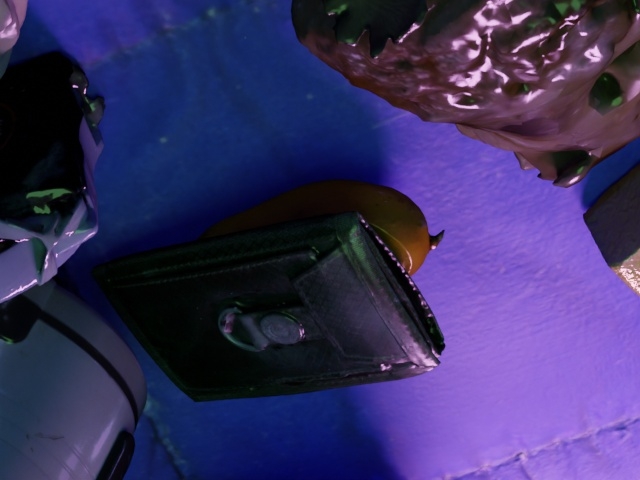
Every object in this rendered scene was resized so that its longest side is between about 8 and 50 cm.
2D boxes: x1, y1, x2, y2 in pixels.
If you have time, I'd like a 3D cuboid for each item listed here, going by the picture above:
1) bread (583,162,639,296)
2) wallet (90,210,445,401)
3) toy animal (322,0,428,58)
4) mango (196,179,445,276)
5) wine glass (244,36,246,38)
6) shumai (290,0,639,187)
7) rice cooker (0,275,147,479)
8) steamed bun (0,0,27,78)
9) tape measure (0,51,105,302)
[{"bbox_3d":[0.271,0.006,1.125,0.080,0.084,0.109,-40,122,21],"label":"bread"},{"bbox_3d":[-0.042,0.056,1.084,0.236,0.055,0.160,-12,130,28],"label":"wallet"},{"bbox_3d":[0.001,-0.221,0.774,0.094,0.186,0.214,-7,126,0],"label":"toy animal"},{"bbox_3d":[0.000,0.000,1.090,0.188,0.066,0.101,-7,137,5],"label":"mango"},{"bbox_3d":[-0.051,-0.306,0.751,0.096,0.264,0.309,-15,136,-42],"label":"wine glass"},{"bbox_3d":[0.168,-0.142,0.919,0.346,0.217,0.283,-22,126,4],"label":"shumai"},{"bbox_3d":[-0.247,0.138,1.041,0.226,0.244,0.226,12,142,10],"label":"rice cooker"},{"bbox_3d":[-0.268,-0.161,0.904,0.183,0.106,0.182,-7,126,-9],"label":"steamed bun"},{"bbox_3d":[-0.234,-0.030,0.959,0.181,0.182,0.107,-17,127,6],"label":"tape measure"}]
